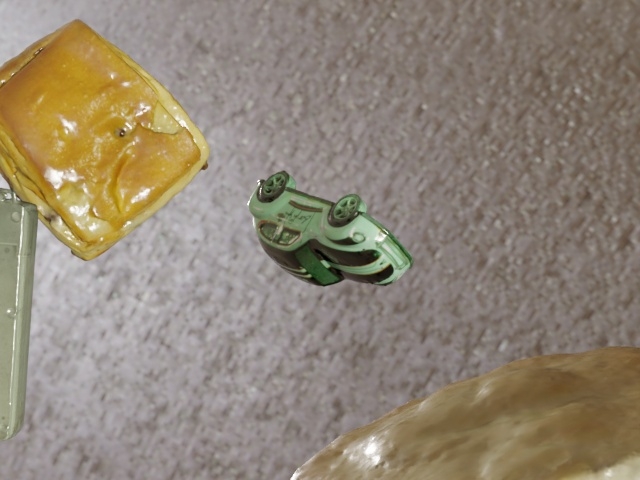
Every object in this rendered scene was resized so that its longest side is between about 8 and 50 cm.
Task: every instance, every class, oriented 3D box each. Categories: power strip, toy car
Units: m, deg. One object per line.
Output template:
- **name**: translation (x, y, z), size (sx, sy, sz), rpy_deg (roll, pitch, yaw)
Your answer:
- **power strip**: translation (-0.335, 0.080, 1.295), size (0.052, 0.078, 0.272), rpy_deg (-47, -38, -84)
- **toy car**: translation (0.000, 0.000, 1.868), size (0.125, 0.136, 0.306), rpy_deg (-52, 38, -12)

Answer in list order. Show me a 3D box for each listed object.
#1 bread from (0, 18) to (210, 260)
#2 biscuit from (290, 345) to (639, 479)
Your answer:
- **bread**: translation (-0.261, -0.121, 1.426), size (0.210, 0.235, 0.099), rpy_deg (-43, 4, -23)
- **biscuit**: translation (0.156, 0.196, 1.115), size (0.429, 0.104, 0.446), rpy_deg (-22, 10, 6)
